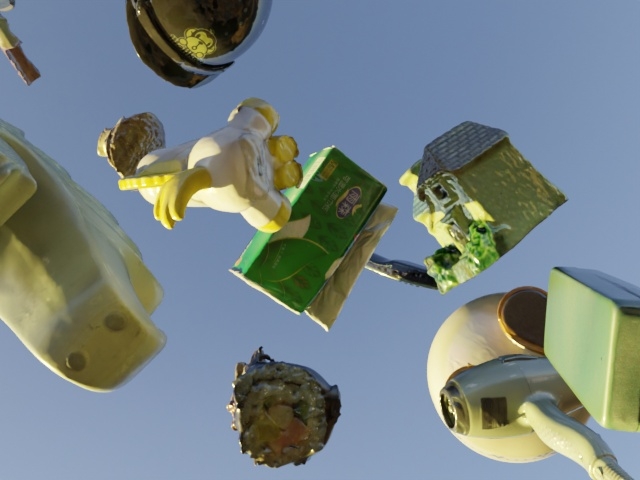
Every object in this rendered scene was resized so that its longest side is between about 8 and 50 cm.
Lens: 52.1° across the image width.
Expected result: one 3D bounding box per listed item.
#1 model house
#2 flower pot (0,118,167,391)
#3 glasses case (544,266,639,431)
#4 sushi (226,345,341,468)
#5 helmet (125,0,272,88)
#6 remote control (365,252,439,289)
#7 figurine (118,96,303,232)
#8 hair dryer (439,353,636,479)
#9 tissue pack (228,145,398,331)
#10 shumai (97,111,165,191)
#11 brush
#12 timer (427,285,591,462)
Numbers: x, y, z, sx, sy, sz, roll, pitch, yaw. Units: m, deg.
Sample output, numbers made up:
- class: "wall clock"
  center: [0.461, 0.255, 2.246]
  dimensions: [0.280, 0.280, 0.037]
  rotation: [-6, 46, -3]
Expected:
- class: "model house"
  center: [0.202, -0.052, 0.967]
  dimensions: [0.195, 0.189, 0.214]
  rotation: [-33, -6, -24]
- class: "flower pot"
  center: [-0.329, -0.001, 0.723]
  dimensions: [0.164, 0.254, 0.367]
  rotation: [-46, -76, -5]
- class: "glasses case"
  center: [0.193, 0.065, 0.452]
  dimensions: [0.039, 0.184, 0.078]
  rotation: [4, -85, 8]
- class: "sushi"
  center: [-0.089, 0.364, 1.392]
  dimensions: [0.225, 0.239, 0.219]
  rotation: [16, -23, -7]
- class: "helmet"
  center: [-0.167, -0.382, 1.003]
  dimensions: [0.160, 0.279, 0.230]
  rotation: [-6, -26, 36]
- class: "remote control"
  center: [0.165, 0.061, 1.353]
  dimensions: [0.072, 0.222, 0.042]
  rotation: [4, -79, -50]
- class: "figurine"
  center: [-0.100, -0.059, 0.562]
  dimensions: [0.129, 0.178, 0.109]
  rotation: [-20, -71, -26]
- class: "hair dryer"
  center: [0.282, 0.173, 0.661]
  dimensions: [0.229, 0.267, 0.092]
  rotation: [-14, -76, -28]
- class: "tissue pack"
  center: [-0.001, 0.001, 0.908]
  dimensions: [0.156, 0.148, 0.209]
  rotation: [36, -98, -15]
- class: "shumai"
  center: [-0.350, -0.167, 1.181]
  dimensions: [0.145, 0.116, 0.146]
  rotation: [-54, -24, -38]
- class: "brush"
  center: [-0.430, -0.298, 0.858]
  dimensions: [0.084, 0.071, 0.301]
  rotation: [-39, -12, -14]
- class: "timer"
  center: [0.268, 0.194, 0.929]
  dimensions: [0.233, 0.233, 0.240]
  rotation: [-34, -29, 1]
